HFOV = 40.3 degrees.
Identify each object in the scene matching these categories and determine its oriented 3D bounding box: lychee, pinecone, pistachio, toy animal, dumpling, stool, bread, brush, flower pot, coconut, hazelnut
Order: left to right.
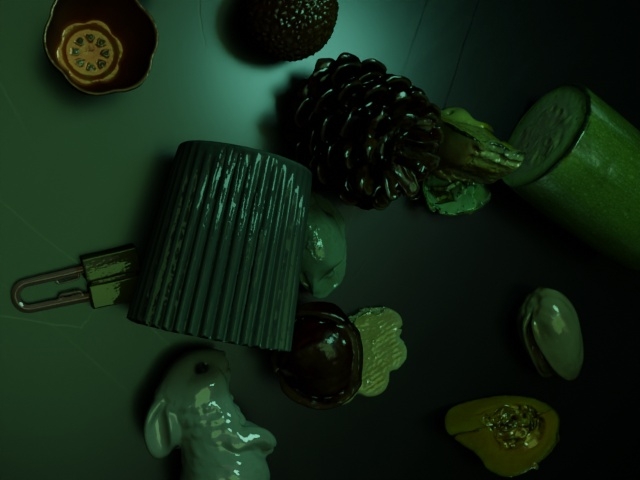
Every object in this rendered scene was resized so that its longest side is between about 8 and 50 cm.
[{"bbox_3d":[-0.441,0.081,1.586,0.233,0.047,0.103,-13,101,-19],"label":"brush"},{"bbox_3d":[-0.387,-0.339,1.509,0.190,0.173,0.191,-2,96,-20],"label":"flower pot"},{"bbox_3d":[-0.215,0.390,1.640,0.257,0.194,0.357,-27,87,7],"label":"toy animal"},{"bbox_3d":[-0.164,0.012,1.563,0.297,0.297,0.330,14,84,-21],"label":"stool"},{"bbox_3d":[-0.058,-0.427,1.626,0.194,0.194,0.195,-2,94,-20],"label":"lychee"},{"bbox_3d":[0.001,0.003,1.714,0.152,0.108,0.219,-18,102,-18],"label":"dumpling"},{"bbox_3d":[0.002,0.218,1.654,0.160,0.170,0.202,7,71,-58],"label":"hazelnut"},{"bbox_3d":[0.060,0.240,1.790,0.250,0.039,0.182,-13,99,-19],"label":"bread"},{"bbox_3d":[0.084,-0.189,1.645,0.242,0.295,0.298,-38,132,-31],"label":"pinecone"},{"bbox_3d":[0.277,-0.109,1.831,0.158,0.055,0.133,9,66,-18],"label":"coconut"},{"bbox_3d":[0.282,-0.179,1.759,0.174,0.252,0.133,10,113,-23],"label":"bread"},{"bbox_3d":[0.506,0.203,1.907,0.143,0.144,0.215,-27,108,-17],"label":"pistachio"}]

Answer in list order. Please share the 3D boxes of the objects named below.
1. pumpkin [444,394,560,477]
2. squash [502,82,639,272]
[{"bbox_3d":[0.376,0.433,1.900,0.278,0.111,0.163,-9,112,-21],"label":"pumpkin"},{"bbox_3d":[0.604,-0.120,1.852,0.384,0.263,0.263,32,83,-20],"label":"squash"}]
